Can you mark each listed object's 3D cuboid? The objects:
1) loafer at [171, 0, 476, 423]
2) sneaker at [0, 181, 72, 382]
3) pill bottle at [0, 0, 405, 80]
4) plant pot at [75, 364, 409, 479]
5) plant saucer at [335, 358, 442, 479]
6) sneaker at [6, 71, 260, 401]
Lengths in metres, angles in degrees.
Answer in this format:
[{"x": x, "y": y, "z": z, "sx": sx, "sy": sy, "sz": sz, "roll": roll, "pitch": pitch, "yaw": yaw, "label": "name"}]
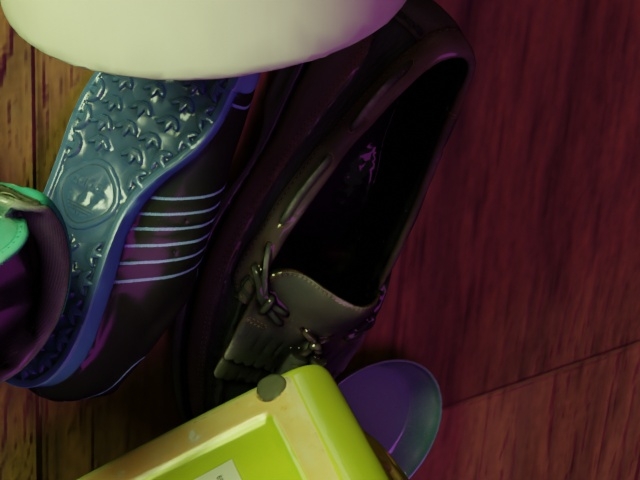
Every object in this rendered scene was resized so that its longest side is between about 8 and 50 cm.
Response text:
[{"x": 0.000, "y": 0.000, "z": 1.024, "sx": 0.109, "sy": 0.095, "sz": 0.302, "roll": 4, "pitch": 114, "yaw": -39, "label": "loafer"}, {"x": -0.214, "y": -0.019, "z": 0.787, "sx": 0.124, "sy": 0.178, "sz": 0.295, "roll": -51, "pitch": 135, "yaw": 0, "label": "sneaker"}, {"x": -0.059, "y": -0.278, "z": 0.713, "sx": 0.224, "sy": 0.224, "sz": 0.392, "roll": -22, "pitch": 128, "yaw": -26, "label": "pill bottle"}, {"x": -0.028, "y": 0.217, "z": 1.010, "sx": 0.227, "sy": 0.228, "sz": 0.207, "roll": -27, "pitch": 136, "yaw": -2, "label": "plant pot"}, {"x": 0.025, "y": 0.124, "z": 1.175, "sx": 0.119, "sy": 0.021, "sz": 0.119, "roll": -20, "pitch": 128, "yaw": -27, "label": "plant saucer"}, {"x": -0.092, "y": -0.021, "z": 0.962, "sx": 0.232, "sy": 0.081, "sz": 0.090, "roll": -59, "pitch": 155, "yaw": 2, "label": "sneaker"}]
